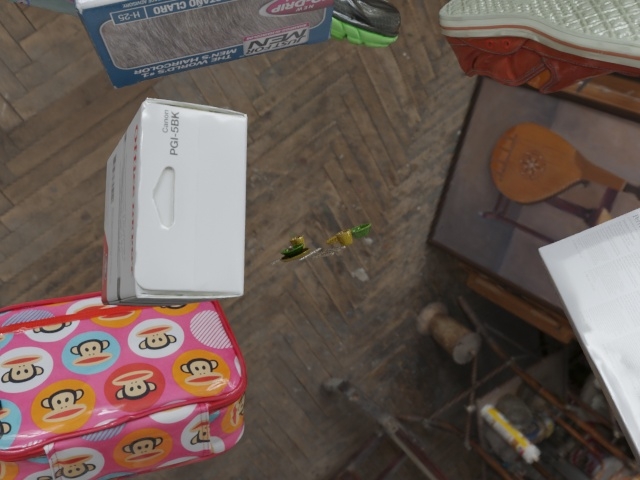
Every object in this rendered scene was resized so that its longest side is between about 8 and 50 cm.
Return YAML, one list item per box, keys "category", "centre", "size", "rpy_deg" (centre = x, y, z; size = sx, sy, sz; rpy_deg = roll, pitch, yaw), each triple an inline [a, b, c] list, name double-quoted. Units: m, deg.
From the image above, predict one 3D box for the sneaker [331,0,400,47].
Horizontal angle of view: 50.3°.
- category: "sneaker"
  centre: [-0.031, -0.476, 1.062]
  size: [0.482, 0.185, 0.202]
  rpy_deg: [33, 105, -30]

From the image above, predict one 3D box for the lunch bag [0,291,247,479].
- category: "lunch bag"
  centre: [-0.247, 0.150, 0.807]
  size: [0.292, 0.258, 0.120]
  rpy_deg: [-9, 129, -21]

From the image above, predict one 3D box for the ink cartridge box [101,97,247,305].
- category: "ink cartridge box"
  centre: [-0.089, -0.013, 0.393]
  size: [0.056, 0.135, 0.099]
  rpy_deg: [4, 83, -24]

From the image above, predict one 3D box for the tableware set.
- category: "tableware set"
  centre: [0.000, 0.000, 1.000]
  size: [0.104, 0.154, 0.024]
  rpy_deg: [-28, 101, -38]

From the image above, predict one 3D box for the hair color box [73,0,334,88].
- category: "hair color box"
  centre: [-0.117, -0.305, 0.507]
  size: [0.173, 0.348, 0.105]
  rpy_deg: [-16, 166, -8]

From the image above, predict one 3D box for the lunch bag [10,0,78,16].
- category: "lunch bag"
  centre: [-0.243, -0.380, 0.769]
  size: [0.223, 0.262, 0.160]
  rpy_deg: [5, 150, -45]

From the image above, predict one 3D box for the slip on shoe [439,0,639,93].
- category: "slip on shoe"
  centre: [0.259, -0.207, 0.713]
  size: [0.123, 0.331, 0.101]
  rpy_deg: [-38, 123, -17]

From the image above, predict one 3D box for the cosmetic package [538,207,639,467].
- category: "cosmetic package"
  centre: [0.279, 0.097, 0.570]
  size: [0.098, 0.239, 0.060]
  rpy_deg: [-24, 147, 14]
